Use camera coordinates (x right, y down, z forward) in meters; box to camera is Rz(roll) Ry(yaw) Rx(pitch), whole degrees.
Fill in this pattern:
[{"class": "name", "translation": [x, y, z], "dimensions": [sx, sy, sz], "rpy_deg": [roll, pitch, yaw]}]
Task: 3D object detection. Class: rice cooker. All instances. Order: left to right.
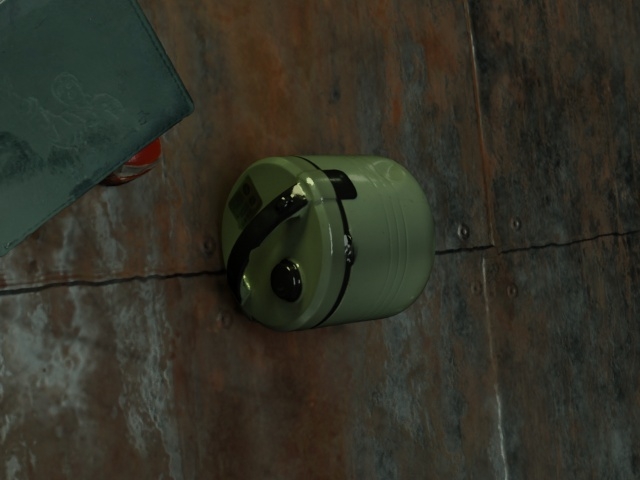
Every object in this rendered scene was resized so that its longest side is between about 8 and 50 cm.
[{"class": "rice cooker", "translation": [0.000, 0.000, 1.598], "dimensions": [0.244, 0.226, 0.226], "rpy_deg": [-8, 92, -41]}]

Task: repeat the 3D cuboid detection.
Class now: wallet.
[{"class": "wallet", "translation": [-0.294, -0.148, 1.365], "dimensions": [0.290, 0.054, 0.251], "rpy_deg": [-39, 132, -16]}]

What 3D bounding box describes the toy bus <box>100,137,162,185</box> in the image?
[{"class": "toy bus", "translation": [-0.234, -0.151, 1.497], "dimensions": [0.079, 0.077, 0.174], "rpy_deg": [-20, 99, -39]}]
